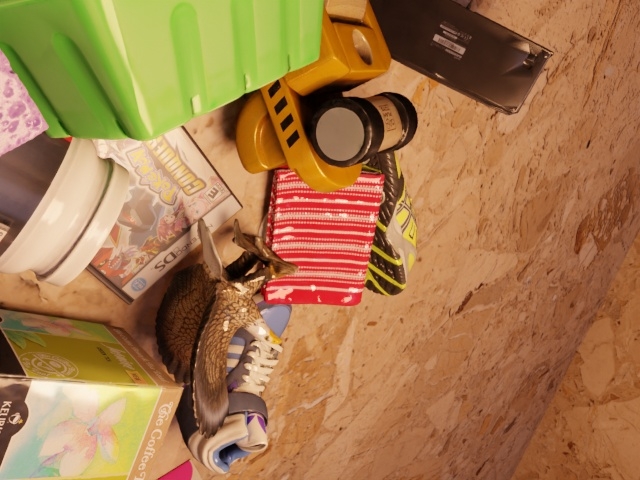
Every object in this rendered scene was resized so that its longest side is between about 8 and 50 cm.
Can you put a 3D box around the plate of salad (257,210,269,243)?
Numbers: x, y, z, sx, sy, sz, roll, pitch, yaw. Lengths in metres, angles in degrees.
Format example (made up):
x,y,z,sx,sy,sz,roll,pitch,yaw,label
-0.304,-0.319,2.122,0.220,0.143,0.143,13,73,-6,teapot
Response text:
x,y,z,sx,sy,sz,roll,pitch,yaw,label
-0.019,-0.004,1.048,0.200,0.048,0.199,-3,116,-5,plate of salad

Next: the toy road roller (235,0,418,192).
x,y,z,sx,sy,sz,roll,pitch,yaw,label
-0.025,-0.232,0.828,0.202,0.241,0.329,-30,102,-58,toy road roller

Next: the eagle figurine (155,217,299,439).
x,y,z,sx,sy,sz,roll,pitch,yaw,label
-0.164,0.131,0.892,0.298,0.225,0.226,-51,168,-4,eagle figurine

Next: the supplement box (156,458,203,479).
x,y,z,sx,sy,sz,roll,pitch,yaw,label
-0.281,0.600,1.194,0.111,0.114,0.219,-26,131,-24,supplement box

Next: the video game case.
x,y,z,sx,sy,sz,roll,pitch,yaw,label
-0.280,-0.064,0.834,0.248,0.035,0.274,-42,135,-10,video game case

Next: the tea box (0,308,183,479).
x,y,z,sx,sy,sz,roll,pitch,yaw,label
-0.416,0.282,0.723,0.324,0.220,0.328,19,94,-46,tea box

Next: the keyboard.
x,y,z,sx,sy,sz,roll,pitch,yaw,label
0.232,-0.362,0.915,0.317,0.033,0.201,27,110,-1,keyboard

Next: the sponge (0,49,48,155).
x,y,z,sx,sy,sz,roll,pitch,yaw,label
-0.326,-0.151,0.443,0.117,0.031,0.210,-38,141,-23,sponge

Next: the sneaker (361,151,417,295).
x,y,z,sx,sy,sz,roll,pitch,yaw,label
0.113,-0.074,1.100,0.147,0.145,0.384,-53,143,-44,sneaker

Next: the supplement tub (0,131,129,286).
x,y,z,sx,sy,sz,roll,pitch,yaw,label
-0.376,-0.080,0.606,0.272,0.191,0.191,33,93,-34,supplement tub

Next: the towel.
x,y,z,sx,sy,sz,roll,pitch,yaw,label
0.000,0.000,1.008,0.199,0.031,0.274,4,116,-9,towel

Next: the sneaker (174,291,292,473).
x,y,z,sx,sy,sz,roll,pitch,yaw,label
-0.123,0.270,1.024,0.323,0.236,0.130,-47,135,-5,sneaker

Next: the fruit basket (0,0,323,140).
x,y,z,sx,sy,sz,roll,pitch,yaw,label
-0.190,-0.321,0.554,0.392,0.283,0.391,-18,112,-53,fruit basket
